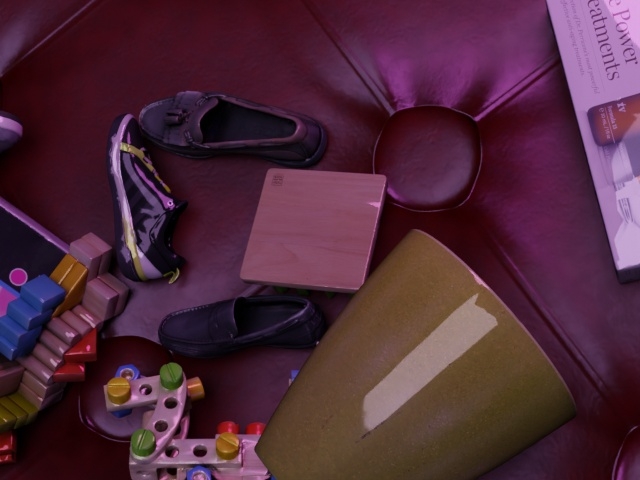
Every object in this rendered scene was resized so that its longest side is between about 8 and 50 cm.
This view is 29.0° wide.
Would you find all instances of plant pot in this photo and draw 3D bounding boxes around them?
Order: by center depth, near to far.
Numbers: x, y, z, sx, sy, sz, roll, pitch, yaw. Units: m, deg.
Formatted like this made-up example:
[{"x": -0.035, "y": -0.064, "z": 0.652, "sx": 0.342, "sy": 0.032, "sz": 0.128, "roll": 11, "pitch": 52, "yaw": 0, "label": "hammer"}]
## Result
[{"x": 0.079, "y": 0.184, "z": 1.365, "sx": 0.293, "sy": 0.275, "sz": 0.275, "roll": -40, "pitch": 69, "yaw": -6, "label": "plant pot"}]

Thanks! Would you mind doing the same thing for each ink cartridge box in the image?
[{"x": -0.530, "y": -0.022, "z": 1.648, "sx": 0.371, "sy": 0.069, "sz": 0.176, "roll": 37, "pitch": 91, "yaw": -10, "label": "ink cartridge box"}]

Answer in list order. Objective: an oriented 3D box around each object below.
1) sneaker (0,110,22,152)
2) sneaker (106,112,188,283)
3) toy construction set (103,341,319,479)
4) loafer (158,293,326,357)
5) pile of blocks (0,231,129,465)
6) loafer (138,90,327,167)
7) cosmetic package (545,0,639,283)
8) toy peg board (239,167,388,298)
[{"x": -0.544, "y": -0.069, "z": 1.725, "sx": 0.295, "sy": 0.124, "sz": 0.178, "roll": -15, "pitch": 69, "yaw": 22, "label": "sneaker"}, {"x": -0.224, "y": -0.056, "z": 1.654, "sx": 0.097, "sy": 0.084, "sz": 0.234, "roll": -8, "pitch": 85, "yaw": 6, "label": "sneaker"}, {"x": -0.106, "y": 0.232, "z": 1.522, "sx": 0.328, "sy": 0.151, "sz": 0.215, "roll": -9, "pitch": 50, "yaw": 8, "label": "toy construction set"}, {"x": -0.105, "y": 0.101, "z": 1.568, "sx": 0.223, "sy": 0.078, "sz": 0.076, "roll": -5, "pitch": 52, "yaw": 15, "label": "loafer"}, {"x": -0.371, "y": 0.162, "z": 1.609, "sx": 0.113, "sy": 0.149, "sz": 0.362, "roll": 33, "pitch": 89, "yaw": 21, "label": "pile of blocks"}, {"x": -0.125, "y": -0.157, "z": 1.634, "sx": 0.267, "sy": 0.084, "sz": 0.096, "roll": 9, "pitch": 81, "yaw": 19, "label": "loafer"}, {"x": 0.443, "y": -0.167, "z": 1.453, "sx": 0.284, "sy": 0.097, "sz": 0.377, "roll": -15, "pitch": 74, "yaw": 11, "label": "cosmetic package"}, {"x": 0.000, "y": 0.000, "z": 1.577, "sx": 0.161, "sy": 0.079, "sz": 0.160, "roll": 5, "pitch": 64, "yaw": 18, "label": "toy peg board"}]
